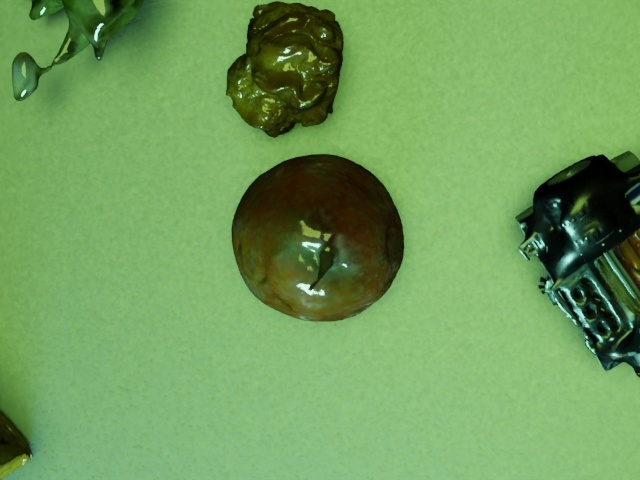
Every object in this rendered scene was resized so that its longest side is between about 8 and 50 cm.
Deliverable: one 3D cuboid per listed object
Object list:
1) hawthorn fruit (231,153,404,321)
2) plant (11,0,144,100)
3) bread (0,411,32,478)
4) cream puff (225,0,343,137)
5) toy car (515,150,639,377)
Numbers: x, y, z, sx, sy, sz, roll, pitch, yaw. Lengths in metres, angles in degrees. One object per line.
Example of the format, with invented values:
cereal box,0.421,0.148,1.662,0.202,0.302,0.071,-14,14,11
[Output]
hawthorn fruit,0.010,-0.001,1.434,0.149,0.189,0.149,0,91,-27
plant,-0.148,-0.289,1.495,0.333,0.180,0.251,-23,81,-30
bread,-0.348,0.177,1.457,0.143,0.158,0.149,-40,93,1
cream puff,-0.031,-0.147,1.469,0.094,0.122,0.116,6,51,-5
toy car,0.323,-0.020,1.444,0.301,0.118,0.193,-32,97,2
